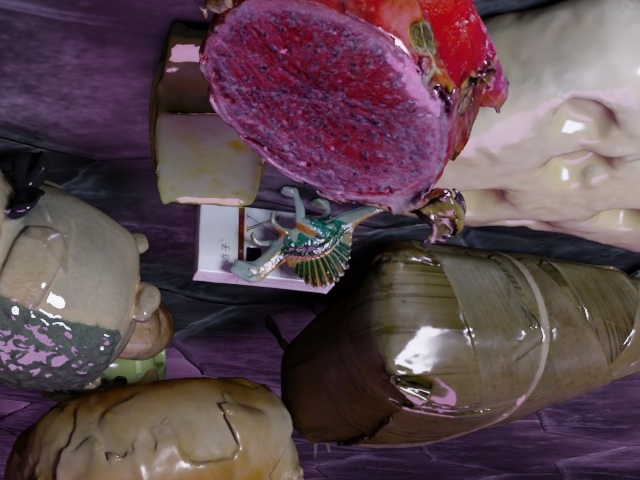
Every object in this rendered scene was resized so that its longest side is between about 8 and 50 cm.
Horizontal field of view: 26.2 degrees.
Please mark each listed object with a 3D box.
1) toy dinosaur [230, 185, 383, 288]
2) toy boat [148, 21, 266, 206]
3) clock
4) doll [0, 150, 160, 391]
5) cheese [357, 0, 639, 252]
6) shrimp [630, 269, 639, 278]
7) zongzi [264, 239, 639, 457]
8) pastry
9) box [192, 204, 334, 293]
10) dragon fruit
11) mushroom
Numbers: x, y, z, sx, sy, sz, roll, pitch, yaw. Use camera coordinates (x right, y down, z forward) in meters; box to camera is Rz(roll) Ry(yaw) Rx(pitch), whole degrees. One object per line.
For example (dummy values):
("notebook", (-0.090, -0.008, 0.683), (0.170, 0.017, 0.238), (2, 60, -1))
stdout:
("toy dinosaur", (0.000, 0.001, 1.468), (0.187, 0.106, 0.044), (5, 160, -9))
("toy boat", (-0.100, -0.095, 1.246), (0.111, 0.084, 0.276), (2, 159, -7))
("clock", (-0.302, 0.181, 1.897), (0.170, 0.069, 0.232), (-1, -173, -3))
("doll", (-0.338, 0.016, 1.389), (0.350, 0.247, 0.247), (19, 154, -26))
("cheese", (0.166, -0.074, 1.220), (0.329, 0.129, 0.351), (-8, 156, 19))
("shrimp", (0.485, 0.086, 1.746), (0.233, 0.071, 0.365), (9, 161, 5))
("zongzi", (0.202, 0.168, 1.748), (0.467, 0.218, 0.500), (8, 159, -19))
("pastry", (-0.204, 0.315, 1.768), (0.410, 0.245, 0.409), (-12, 166, -3))
("box", (-0.063, 0.008, 1.522), (0.154, 0.083, 0.040), (7, 160, -16))
("dragon fruit", (0.030, -0.133, 1.006), (0.211, 0.147, 0.282), (-14, 131, 44))
("mushroom", (-0.261, 0.109, 1.739), (0.151, 0.156, 0.286), (0, 176, -32))
